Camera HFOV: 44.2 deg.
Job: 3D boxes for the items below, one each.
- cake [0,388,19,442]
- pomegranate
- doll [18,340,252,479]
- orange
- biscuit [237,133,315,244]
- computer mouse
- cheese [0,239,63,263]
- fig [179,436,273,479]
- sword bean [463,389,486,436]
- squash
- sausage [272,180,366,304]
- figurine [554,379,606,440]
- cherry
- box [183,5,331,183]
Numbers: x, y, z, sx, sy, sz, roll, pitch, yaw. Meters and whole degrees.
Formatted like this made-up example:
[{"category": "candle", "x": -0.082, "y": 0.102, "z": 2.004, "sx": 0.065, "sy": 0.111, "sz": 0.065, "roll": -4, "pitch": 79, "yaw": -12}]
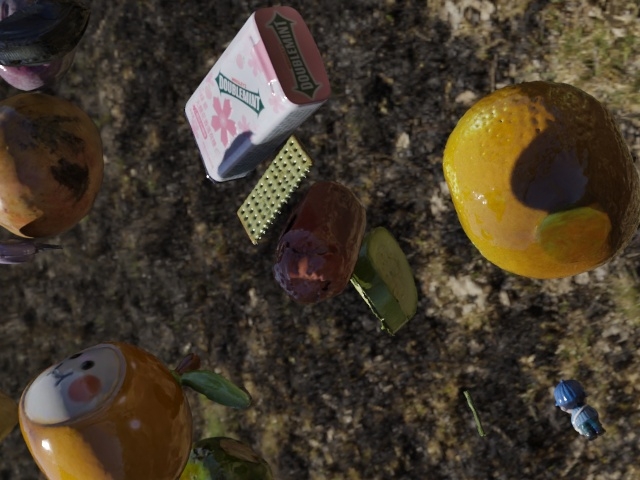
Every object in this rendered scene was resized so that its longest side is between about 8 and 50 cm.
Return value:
[{"category": "cake", "x": -0.762, "y": 0.317, "z": 1.429, "sx": 0.321, "sy": 0.332, "sz": 0.332, "roll": 50, "pitch": 145, "yaw": -11}, {"category": "pomegranate", "x": -0.616, "y": -0.164, "z": 1.723, "sx": 0.322, "sy": 0.322, "sz": 0.322, "roll": 18, "pitch": 113, "yaw": 51}, {"category": "doll", "x": -0.225, "y": 0.208, "z": 0.945, "sx": 0.213, "sy": 0.236, "sz": 0.213, "roll": 43, "pitch": 151, "yaw": 32}, {"category": "orange", "x": 0.330, "y": -0.062, "z": 1.161, "sx": 0.262, "sy": 0.334, "sz": 0.196, "roll": -11, "pitch": 47, "yaw": 25}, {"category": "biscuit", "x": -0.101, "y": -0.114, "z": 1.730, "sx": 0.231, "sy": 0.016, "sz": 0.139, "roll": -52, "pitch": 38, "yaw": 16}, {"category": "computer mouse", "x": -0.311, "y": -0.218, "z": 0.860, "sx": 0.079, "sy": 0.135, "sz": 0.047, "roll": 81, "pitch": 165, "yaw": -80}, {"category": "cheese", "x": -0.634, "y": 0.020, "z": 1.659, "sx": 0.105, "sy": 0.191, "sz": 0.042, "roll": 7, "pitch": 97, "yaw": 13}, {"category": "fig", "x": -0.146, "y": 0.476, "z": 1.420, "sx": 0.206, "sy": 0.275, "sz": 0.206, "roll": -26, "pitch": 46, "yaw": 30}, {"category": "sword bean", "x": 0.243, "y": 0.270, "z": 1.242, "sx": 0.012, "sy": 0.012, "sz": 0.083, "roll": 119, "pitch": 147, "yaw": -41}, {"category": "squash", "x": 0.132, "y": 0.090, "z": 1.651, "sx": 0.133, "sy": 0.220, "sz": 0.220, "roll": -31, "pitch": 67, "yaw": 6}, {"category": "sausage", "x": 0.000, "y": 0.000, "z": 1.452, "sx": 0.152, "sy": 0.279, "sz": 0.152, "roll": 8, "pitch": 128, "yaw": 11}, {"category": "figurine", "x": 0.567, "y": 0.372, "z": 1.741, "sx": 0.077, "sy": 0.079, "sz": 0.136, "roll": -37, "pitch": 45, "yaw": 13}, {"category": "cherry", "x": -0.603, "y": -0.426, "z": 1.654, "sx": 0.183, "sy": 0.266, "sz": 0.213, "roll": 23, "pitch": 125, "yaw": -1}, {"category": "box", "x": -0.130, "y": -0.258, "z": 1.478, "sx": 0.370, "sy": 0.112, "sz": 0.190, "roll": -31, "pitch": 76, "yaw": 57}]
